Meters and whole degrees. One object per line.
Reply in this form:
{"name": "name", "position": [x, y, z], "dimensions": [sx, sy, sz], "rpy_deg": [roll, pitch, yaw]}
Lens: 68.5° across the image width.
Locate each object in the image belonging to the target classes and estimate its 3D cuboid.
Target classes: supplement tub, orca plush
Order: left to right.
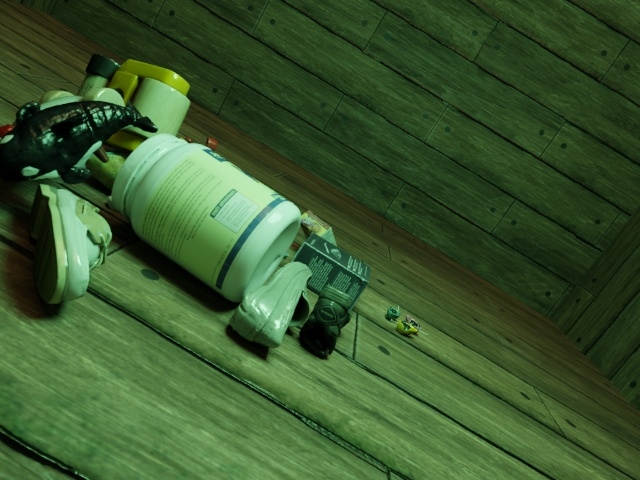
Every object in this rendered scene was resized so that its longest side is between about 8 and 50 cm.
{"name": "orca plush", "position": [-0.411, -0.183, 0.818], "dimensions": [0.102, 0.151, 0.287], "rpy_deg": [-9, 9, 45]}
{"name": "supplement tub", "position": [-0.230, -0.050, 0.967], "dimensions": [0.325, 0.235, 0.235], "rpy_deg": [34, 14, 7]}

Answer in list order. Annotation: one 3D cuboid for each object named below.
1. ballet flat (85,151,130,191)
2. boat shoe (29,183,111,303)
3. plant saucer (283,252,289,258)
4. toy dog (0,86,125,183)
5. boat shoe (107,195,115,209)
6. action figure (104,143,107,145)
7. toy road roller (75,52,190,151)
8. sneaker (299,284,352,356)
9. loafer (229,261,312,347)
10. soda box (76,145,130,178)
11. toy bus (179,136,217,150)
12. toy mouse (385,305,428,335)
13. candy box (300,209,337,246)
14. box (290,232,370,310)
{"name": "ballet flat", "position": [-0.387, -0.114, 1.149], "dimensions": [0.349, 0.123, 0.123], "rpy_deg": [16, 21, -42]}
{"name": "boat shoe", "position": [-0.385, -0.005, 0.739], "dimensions": [0.103, 0.113, 0.302], "rpy_deg": [13, 22, -38]}
{"name": "plant saucer", "position": [-0.167, -0.005, 1.402], "dimensions": [0.067, 0.018, 0.192], "rpy_deg": [17, 21, -47]}
{"name": "toy dog", "position": [-0.523, -0.173, 0.903], "dimensions": [0.220, 0.161, 0.334], "rpy_deg": [23, 48, 39]}
{"name": "boat shoe", "position": [-0.431, -0.080, 1.067], "dimensions": [0.100, 0.035, 0.035], "rpy_deg": [12, 26, -38]}
{"name": "action figure", "position": [-0.558, -0.310, 1.436], "dimensions": [0.185, 0.099, 0.285], "rpy_deg": [16, 4, 7]}
{"name": "toy road roller", "position": [-0.448, -0.308, 1.187], "dimensions": [0.330, 0.202, 0.240], "rpy_deg": [21, -5, 24]}
{"name": "sneaker", "position": [0.009, 0.182, 1.019], "dimensions": [0.087, 0.130, 0.227], "rpy_deg": [29, -14, 8]}
{"name": "loafer", "position": [-0.074, 0.129, 0.966], "dimensions": [0.111, 0.112, 0.319], "rpy_deg": [38, 22, 5]}
{"name": "soda box", "position": [-0.531, -0.190, 1.163], "dimensions": [0.074, 0.069, 0.216], "rpy_deg": [40, 16, 32]}
{"name": "toy bus", "position": [-0.403, -0.231, 1.454], "dimensions": [0.191, 0.104, 0.202], "rpy_deg": [-15, 83, -44]}
{"name": "toy mouse", "position": [0.243, 0.239, 1.396], "dimensions": [0.161, 0.031, 0.143], "rpy_deg": [27, 15, -19]}
{"name": "candy box", "position": [0.000, 0.000, 1.483], "dimensions": [0.109, 0.053, 0.186], "rpy_deg": [41, -18, 35]}
{"name": "box", "position": [0.026, 0.084, 1.313], "dimensions": [0.207, 0.108, 0.153], "rpy_deg": [31, 14, 2]}
